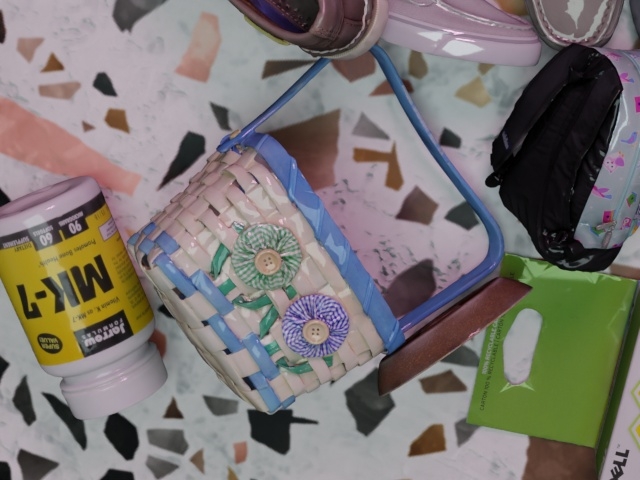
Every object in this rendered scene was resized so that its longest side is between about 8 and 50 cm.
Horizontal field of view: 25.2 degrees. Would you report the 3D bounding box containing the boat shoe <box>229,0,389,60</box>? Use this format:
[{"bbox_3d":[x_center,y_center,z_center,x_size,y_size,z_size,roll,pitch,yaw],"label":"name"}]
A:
[{"bbox_3d":[-0.077,-0.277,1.191,0.116,0.097,0.324,-47,74,22],"label":"boat shoe"}]

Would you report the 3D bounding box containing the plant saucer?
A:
[{"bbox_3d":[0.114,0.081,1.281,0.168,0.168,0.029,-36,87,16],"label":"plant saucer"}]

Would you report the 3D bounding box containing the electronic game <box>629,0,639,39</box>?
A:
[{"bbox_3d":[0.376,-0.219,1.207,0.229,0.048,0.229,4,102,19],"label":"electronic game"}]

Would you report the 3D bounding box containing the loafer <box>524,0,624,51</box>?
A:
[{"bbox_3d":[0.206,-0.309,1.180,0.112,0.111,0.319,-4,106,10],"label":"loafer"}]

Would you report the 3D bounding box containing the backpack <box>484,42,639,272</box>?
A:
[{"bbox_3d":[0.236,-0.081,1.229,0.115,0.152,0.182,0,126,-31],"label":"backpack"}]

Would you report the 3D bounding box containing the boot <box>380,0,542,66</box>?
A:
[{"bbox_3d":[0.076,-0.236,1.226,0.258,0.095,0.123,17,109,8],"label":"boot"}]

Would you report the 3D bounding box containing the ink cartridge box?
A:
[{"bbox_3d":[0.275,0.134,1.315,0.255,0.097,0.188,11,109,4],"label":"ink cartridge box"}]

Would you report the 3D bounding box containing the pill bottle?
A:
[{"bbox_3d":[-0.228,0.055,1.351,0.119,0.119,0.208,-19,104,13],"label":"pill bottle"}]

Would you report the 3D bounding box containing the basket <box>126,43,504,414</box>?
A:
[{"bbox_3d":[0.000,0.000,1.268,0.289,0.201,0.254,-41,107,-14],"label":"basket"}]
